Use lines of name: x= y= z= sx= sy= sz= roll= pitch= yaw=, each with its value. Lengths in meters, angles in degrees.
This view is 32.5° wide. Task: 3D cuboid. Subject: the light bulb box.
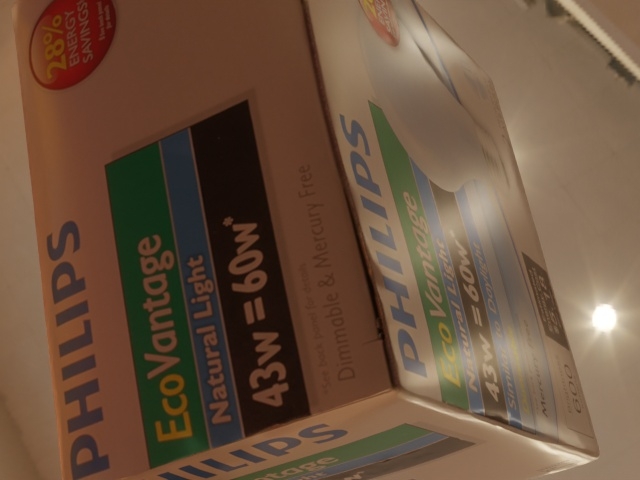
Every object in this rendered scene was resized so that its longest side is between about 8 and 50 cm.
light bulb box: x=0.000 y=0.000 z=0.787 sx=0.225 sy=0.361 sz=0.358 roll=-22 pitch=-115 yaw=23
